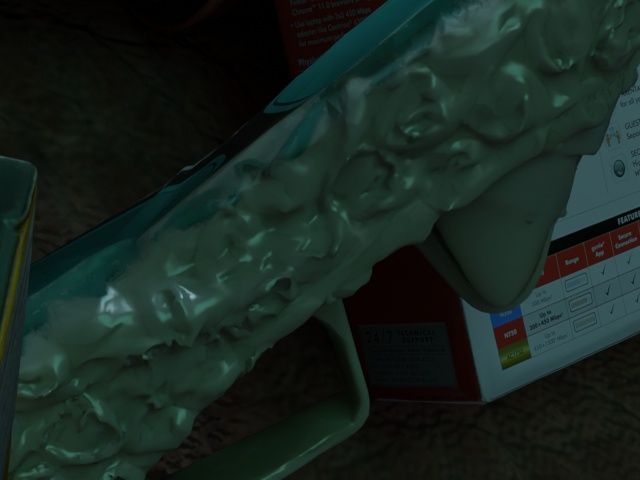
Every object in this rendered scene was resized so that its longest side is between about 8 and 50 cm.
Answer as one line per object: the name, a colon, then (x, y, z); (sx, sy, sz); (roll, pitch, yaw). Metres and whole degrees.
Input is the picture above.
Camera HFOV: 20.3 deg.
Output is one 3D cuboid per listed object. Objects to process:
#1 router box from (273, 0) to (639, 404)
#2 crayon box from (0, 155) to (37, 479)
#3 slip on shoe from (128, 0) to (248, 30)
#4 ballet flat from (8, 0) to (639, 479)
router box: (0.134, -0.111, 0.896); (0.335, 0.082, 0.301); (-18, 99, -40)
crayon box: (-0.142, 0.145, 0.497); (0.083, 0.323, 0.203); (9, 54, -6)
slip on shoe: (-0.061, -0.152, 0.873); (0.331, 0.123, 0.101); (-3, 97, -41)
ballet flat: (0.000, 0.000, 0.692); (0.409, 0.147, 0.147); (-36, 83, -1)
